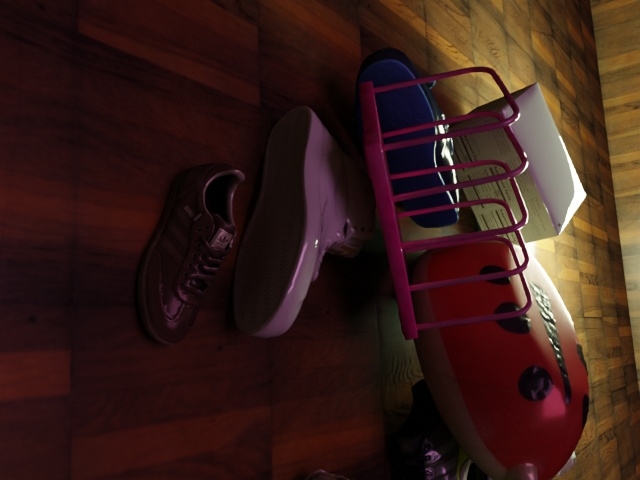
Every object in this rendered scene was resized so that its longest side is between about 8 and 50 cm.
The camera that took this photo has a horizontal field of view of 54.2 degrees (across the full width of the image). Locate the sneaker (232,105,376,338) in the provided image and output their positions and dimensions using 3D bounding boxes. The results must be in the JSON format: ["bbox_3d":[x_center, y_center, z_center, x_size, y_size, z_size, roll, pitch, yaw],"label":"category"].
[{"bbox_3d":[0.000,0.000,0.744,0.169,0.108,0.292,38,51,-40],"label":"sneaker"}]

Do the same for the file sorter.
[{"bbox_3d":[0.168,-0.055,0.823,0.202,0.182,0.291,-87,165,-56],"label":"file sorter"}]

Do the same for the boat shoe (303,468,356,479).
[{"bbox_3d":[0.019,0.312,0.704,0.302,0.109,0.098,4,80,-49],"label":"boat shoe"}]

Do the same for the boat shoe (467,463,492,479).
[{"bbox_3d":[0.244,0.335,1.030,0.088,0.096,0.267,-22,108,-59],"label":"boat shoe"}]

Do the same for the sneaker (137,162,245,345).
[{"bbox_3d":[-0.121,0.006,0.602,0.066,0.071,0.188,32,57,-47],"label":"sneaker"}]

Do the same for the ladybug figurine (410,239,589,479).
[{"bbox_3d":[0.283,0.155,0.956,0.305,0.162,0.449,29,37,-26],"label":"ladybug figurine"}]

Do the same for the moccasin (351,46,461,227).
[{"bbox_3d":[0.136,-0.161,0.979,0.342,0.137,0.117,64,32,-46],"label":"moccasin"}]

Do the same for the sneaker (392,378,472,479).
[{"bbox_3d":[0.149,0.337,0.899,0.121,0.111,0.300,40,47,-27],"label":"sneaker"}]

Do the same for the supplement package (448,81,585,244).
[{"bbox_3d":[0.387,-0.148,1.245,0.204,0.145,0.262,-37,105,-45],"label":"supplement package"}]

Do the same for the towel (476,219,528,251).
[{"bbox_3d":[0.412,-0.038,1.394,0.271,0.040,0.370,32,57,-48],"label":"towel"}]

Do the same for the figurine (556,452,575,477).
[{"bbox_3d":[0.489,0.383,1.308,0.209,0.092,0.215,42,48,-68],"label":"figurine"}]
